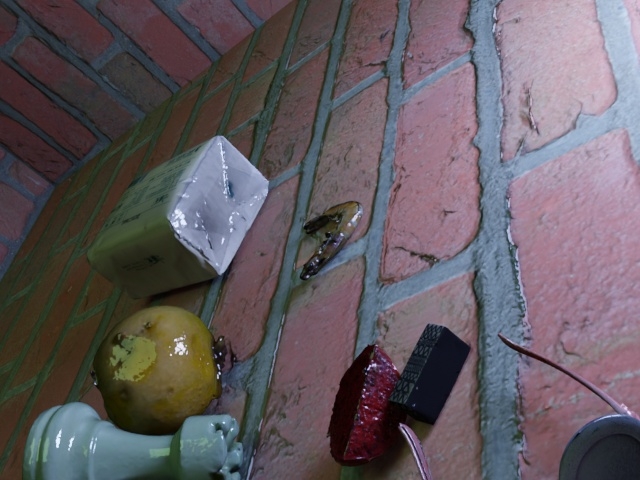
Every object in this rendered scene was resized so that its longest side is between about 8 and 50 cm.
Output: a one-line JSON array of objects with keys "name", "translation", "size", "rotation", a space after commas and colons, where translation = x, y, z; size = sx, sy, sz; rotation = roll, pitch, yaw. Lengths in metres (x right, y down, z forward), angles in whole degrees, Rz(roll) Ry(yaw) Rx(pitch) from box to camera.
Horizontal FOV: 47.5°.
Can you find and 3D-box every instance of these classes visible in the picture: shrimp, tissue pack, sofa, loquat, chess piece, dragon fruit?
[{"name": "shrimp", "translation": [-0.002, -0.002, 1.374], "size": [0.147, 0.035, 0.195], "rotation": [8, 54, 54]}, {"name": "tissue pack", "translation": [-0.340, -0.044, 1.716], "size": [0.380, 0.207, 0.297], "rotation": [-15, 41, 45]}, {"name": "sofa", "translation": [0.142, 0.172, 0.941], "size": [0.039, 0.060, 0.118], "rotation": [-3, 52, 60]}, {"name": "loquat", "translation": [-0.281, 0.230, 1.302], "size": [0.244, 0.244, 0.244], "rotation": [-34, 32, 25]}, {"name": "chess piece", "translation": [-0.277, 0.338, 1.119], "size": [0.298, 0.195, 0.195], "rotation": [-7, 40, 7]}, {"name": "dragon fruit", "translation": [0.062, 0.230, 0.974], "size": [0.106, 0.083, 0.162], "rotation": [140, 147, -61]}]

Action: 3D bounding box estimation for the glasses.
[{"name": "glasses", "translation": [0.213, 0.231, 0.778], "size": [0.234, 0.118, 0.268], "rotation": [-47, 14, 7]}]
